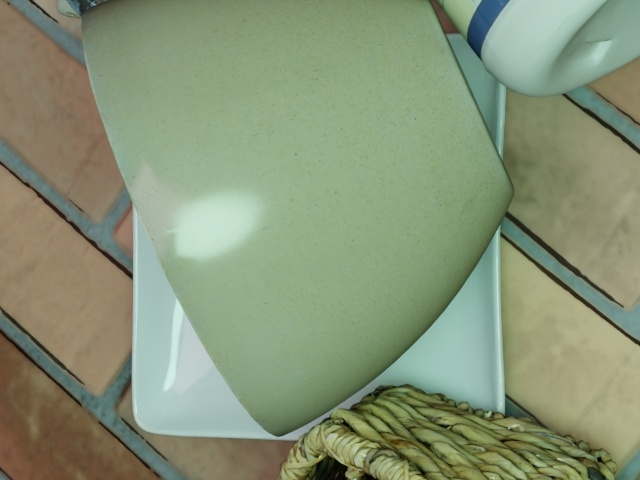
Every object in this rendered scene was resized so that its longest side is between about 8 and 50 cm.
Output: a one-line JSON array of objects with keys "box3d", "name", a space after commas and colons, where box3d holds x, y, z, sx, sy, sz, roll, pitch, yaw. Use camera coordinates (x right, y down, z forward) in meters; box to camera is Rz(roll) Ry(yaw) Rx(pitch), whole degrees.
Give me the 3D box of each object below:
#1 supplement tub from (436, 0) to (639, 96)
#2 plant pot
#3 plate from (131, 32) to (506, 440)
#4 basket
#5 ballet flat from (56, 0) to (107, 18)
[{"box3d": [0.118, -0.275, 1.158, 0.235, 0.235, 0.325, -39, 76, 20], "name": "supplement tub"}, {"box3d": [0.005, -0.048, 1.165, 0.191, 0.284, 0.284, -23, 82, 6], "name": "plant pot"}, {"box3d": [0.000, 0.000, 1.324, 0.277, 0.045, 0.278, 1, 92, 23], "name": "plate"}, {"box3d": [0.033, 0.258, 1.195, 0.213, 0.223, 0.299, 18, 108, 18], "name": "basket"}, {"box3d": [-0.182, -0.201, 1.397, 0.070, 0.070, 0.188, -47, 72, 18], "name": "ballet flat"}]
